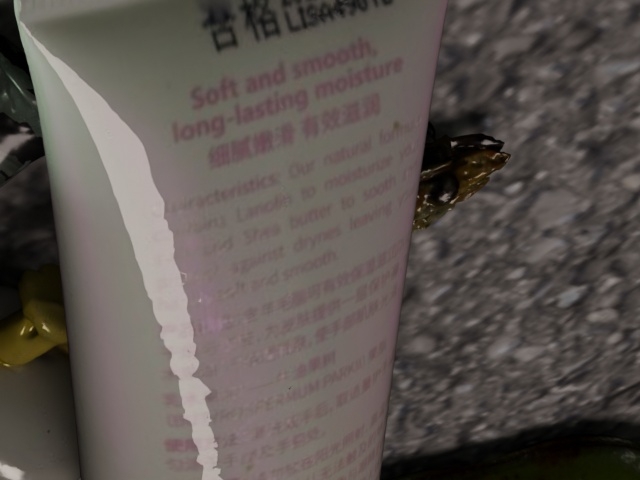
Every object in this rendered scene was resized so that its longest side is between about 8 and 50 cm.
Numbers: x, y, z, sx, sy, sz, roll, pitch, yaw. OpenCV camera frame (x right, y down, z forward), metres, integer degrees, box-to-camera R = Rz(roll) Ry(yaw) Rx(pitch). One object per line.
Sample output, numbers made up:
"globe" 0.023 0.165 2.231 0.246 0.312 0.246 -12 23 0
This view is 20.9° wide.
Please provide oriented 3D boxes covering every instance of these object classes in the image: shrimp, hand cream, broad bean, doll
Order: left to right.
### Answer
"doll" -0.189 0.106 0.796 0.293 0.119 0.138 -44 155 29
"hand cream" -0.033 0.033 0.683 0.185 0.118 0.358 -18 130 -30
"shrimp" 0.000 0.000 0.778 0.190 0.042 0.101 -30 165 20
"broad bean" 0.093 0.164 1.031 0.339 0.061 0.077 -13 133 -5

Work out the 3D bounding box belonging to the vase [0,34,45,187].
"vase" -0.163 -0.003 0.639 0.167 0.059 0.059 -40 144 0
